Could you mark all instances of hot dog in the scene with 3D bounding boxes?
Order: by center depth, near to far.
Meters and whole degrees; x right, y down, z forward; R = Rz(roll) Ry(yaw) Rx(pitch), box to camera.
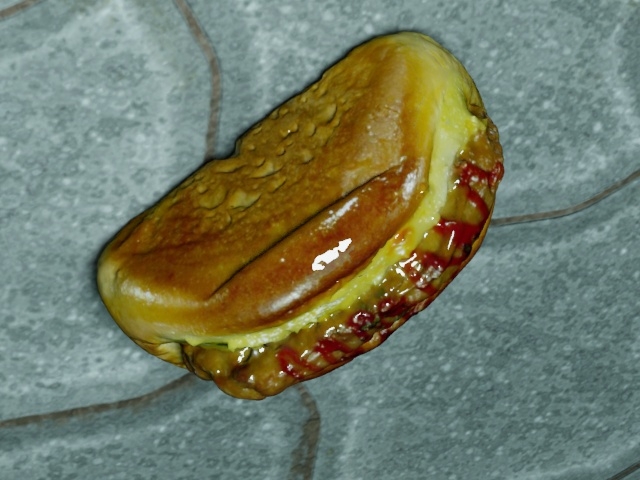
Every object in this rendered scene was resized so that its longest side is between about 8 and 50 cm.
[{"bbox_3d":[0.001,0.001,1.554,0.405,0.223,0.185,-38,132,4],"label":"hot dog"}]
